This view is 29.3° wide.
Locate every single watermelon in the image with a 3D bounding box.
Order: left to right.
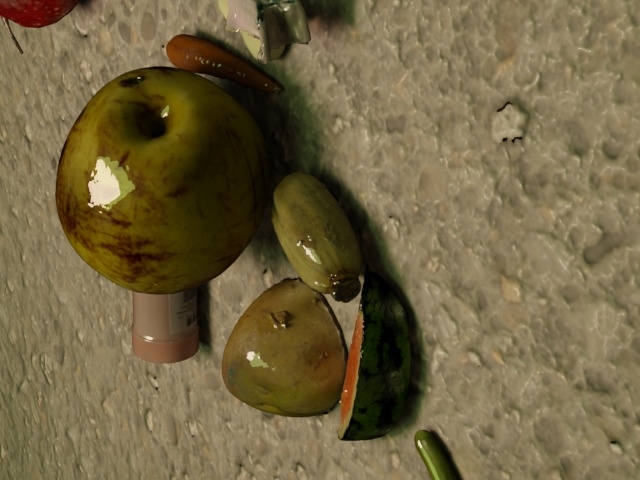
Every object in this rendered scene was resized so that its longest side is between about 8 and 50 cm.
[{"bbox_3d":[0.056,0.150,1.432,0.119,0.063,0.245,-117,28,-56],"label":"watermelon"}]

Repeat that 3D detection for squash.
[{"bbox_3d":[0.131,0.252,1.389,0.027,0.027,0.083,-44,66,52],"label":"squash"}]

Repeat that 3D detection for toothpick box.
[{"bbox_3d":[-0.222,0.088,1.753,0.098,0.098,0.149,28,125,46],"label":"toothpick box"}]

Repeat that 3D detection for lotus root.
[{"bbox_3d":[0.001,0.000,1.422,0.183,0.077,0.090,58,155,35],"label":"lotus root"}]

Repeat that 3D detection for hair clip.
[{"bbox_3d":[-0.074,-0.273,1.406,0.218,0.071,0.159,-138,36,-60],"label":"hair clip"}]

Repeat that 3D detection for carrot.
[{"bbox_3d":[-0.122,-0.220,1.546,0.216,0.048,0.048,26,123,41],"label":"carrot"}]

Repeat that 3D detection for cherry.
[{"bbox_3d":[-0.414,-0.412,1.758,0.192,0.175,0.249,55,141,-4],"label":"cherry"}]

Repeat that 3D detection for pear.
[{"bbox_3d":[-0.195,-0.076,1.497,0.283,0.283,0.284,25,123,47],"label":"pear"}]

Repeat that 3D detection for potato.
[{"bbox_3d":[-0.066,0.153,1.552,0.202,0.117,0.182,-33,79,53],"label":"potato"}]
